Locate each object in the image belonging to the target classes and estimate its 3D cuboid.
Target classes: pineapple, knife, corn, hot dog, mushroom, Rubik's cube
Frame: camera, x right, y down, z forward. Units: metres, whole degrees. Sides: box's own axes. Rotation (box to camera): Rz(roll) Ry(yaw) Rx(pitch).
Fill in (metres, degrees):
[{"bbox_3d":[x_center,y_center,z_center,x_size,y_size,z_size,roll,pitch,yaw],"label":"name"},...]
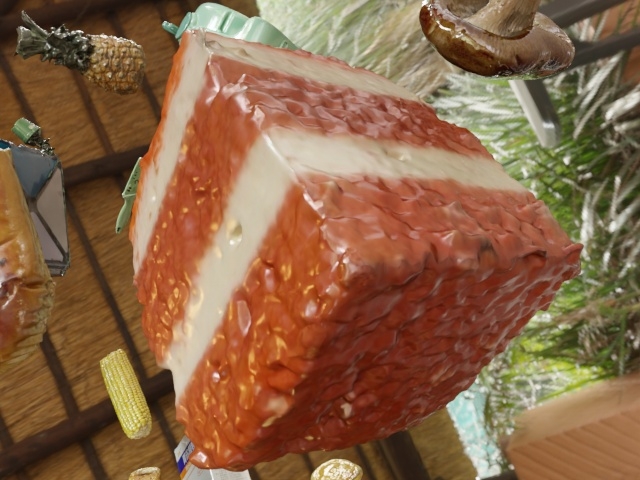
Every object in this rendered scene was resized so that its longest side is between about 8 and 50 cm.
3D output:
[{"bbox_3d":[-0.501,-0.388,1.222,0.247,0.128,0.128,10,-129,-33],"label":"pineapple"},{"bbox_3d":[-0.556,-0.124,1.695,0.043,0.293,0.020,10,-140,-32],"label":"knife"},{"bbox_3d":[-0.512,0.402,1.536,0.249,0.081,0.081,57,-164,27],"label":"corn"},{"bbox_3d":[-0.629,0.065,0.987,0.366,0.367,0.196,68,-161,2],"label":"hot dog"},{"bbox_3d":[0.230,-0.278,0.605,0.148,0.218,0.227,43,-141,16],"label":"mushroom"},{"bbox_3d":[-0.798,-0.056,1.354,0.310,0.304,0.307,9,-104,-79],"label":"Rubik's cube"}]

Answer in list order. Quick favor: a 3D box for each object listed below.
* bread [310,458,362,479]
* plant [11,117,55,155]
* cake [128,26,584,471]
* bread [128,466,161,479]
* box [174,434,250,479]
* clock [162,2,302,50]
[{"bbox_3d":[0.034,0.488,1.211,0.110,0.109,0.025,-44,-53,-68],"label":"bread"},{"bbox_3d":[-0.635,-0.227,1.309,0.102,0.051,0.051,41,-154,-14],"label":"plant"},{"bbox_3d":[0.000,0.000,0.534,0.269,0.270,0.320,0,-137,-38],"label":"cake"},{"bbox_3d":[-0.403,0.576,1.335,0.074,0.132,0.053,-4,-147,-24],"label":"bread"},{"bbox_3d":[-0.275,0.630,1.526,0.106,0.200,0.300,3,-136,-35],"label":"box"},{"bbox_3d":[-0.111,-0.246,0.760,0.210,0.066,0.159,28,-178,28],"label":"clock"}]
